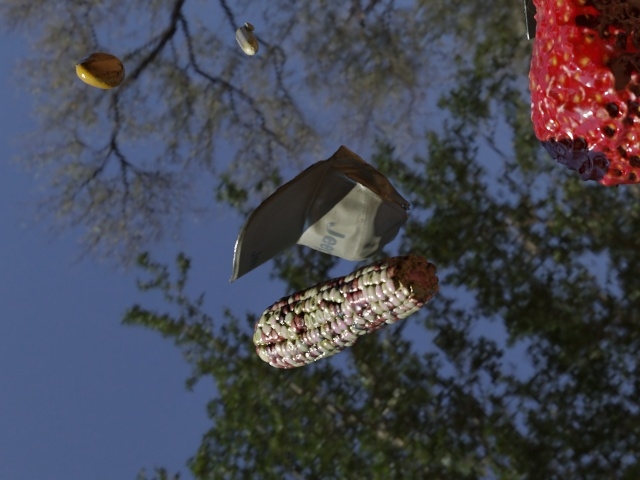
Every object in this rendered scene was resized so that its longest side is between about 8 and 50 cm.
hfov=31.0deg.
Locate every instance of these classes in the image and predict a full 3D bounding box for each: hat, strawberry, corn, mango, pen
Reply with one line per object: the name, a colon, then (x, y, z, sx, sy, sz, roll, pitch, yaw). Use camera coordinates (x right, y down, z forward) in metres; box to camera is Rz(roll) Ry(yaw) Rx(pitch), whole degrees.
hat: (0.000, 0.000, 1.596, 0.149, 0.214, 0.245, 36, -116, 12)
strawberry: (0.361, -0.210, 1.364, 0.261, 0.258, 0.261, 1, -140, 0)
corn: (0.023, 0.083, 1.387, 0.092, 0.280, 0.092, 20, -123, -34)
mango: (-0.379, -0.292, 1.985, 0.079, 0.057, 0.114, 30, -163, 10)
pen: (-0.124, -0.349, 1.997, 0.032, 0.040, 0.233, 27, -170, -15)

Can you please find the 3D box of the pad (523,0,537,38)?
pad: (0.410, -0.425, 1.808, 0.243, 0.164, 0.004, -23, -153, -24)
